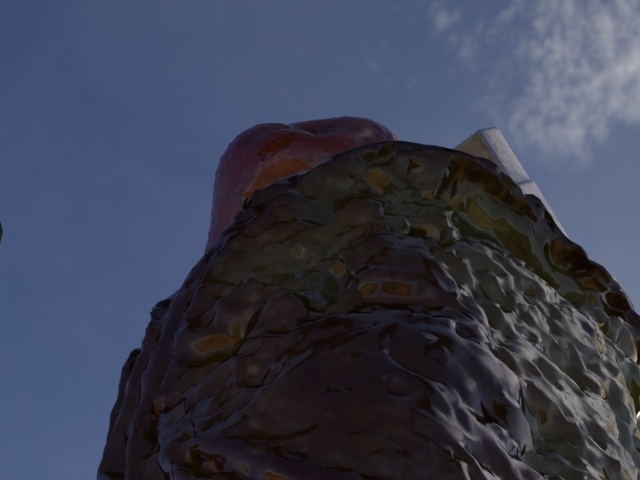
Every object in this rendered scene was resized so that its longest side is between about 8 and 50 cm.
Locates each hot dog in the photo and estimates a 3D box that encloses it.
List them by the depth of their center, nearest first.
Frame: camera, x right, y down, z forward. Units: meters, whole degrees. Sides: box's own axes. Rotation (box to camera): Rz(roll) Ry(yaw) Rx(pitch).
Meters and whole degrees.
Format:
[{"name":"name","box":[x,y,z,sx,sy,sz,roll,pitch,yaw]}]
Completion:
[{"name":"hot dog","box":[0.028,0.073,0.411,0.175,0.259,0.114,42,-68,-11]}]

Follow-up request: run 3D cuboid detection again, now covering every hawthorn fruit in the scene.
[{"name":"hawthorn fruit","box":[0.000,0.000,1.051,0.189,0.189,0.189,5,-46,5]}]

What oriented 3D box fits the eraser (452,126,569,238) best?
[{"name":"eraser","box":[0.197,0.038,1.514,0.130,0.086,0.287,-36,-98,24]}]

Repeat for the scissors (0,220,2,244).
[{"name":"scissors","box":[-0.284,0.038,0.856,0.220,0.017,0.088,-40,-94,-2]}]
